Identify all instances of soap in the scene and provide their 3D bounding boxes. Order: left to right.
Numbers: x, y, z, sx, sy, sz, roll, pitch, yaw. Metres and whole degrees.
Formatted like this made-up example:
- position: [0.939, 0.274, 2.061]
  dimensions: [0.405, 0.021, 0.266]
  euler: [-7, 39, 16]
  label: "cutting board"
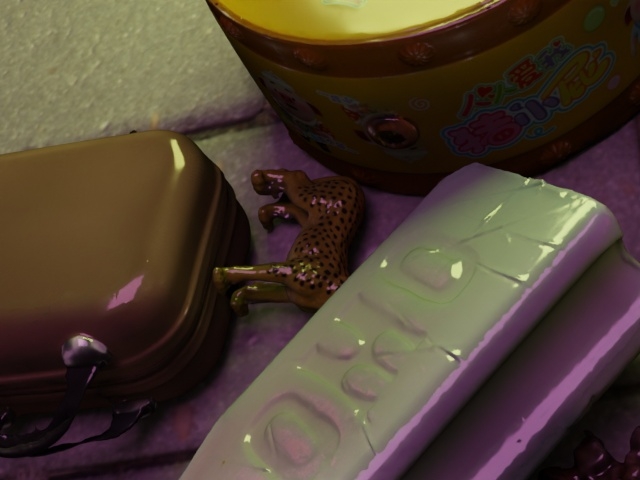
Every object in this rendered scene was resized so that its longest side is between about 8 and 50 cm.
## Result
- position: [0.059, 0.114, 1.029]
  dimensions: [0.347, 0.115, 0.208]
  euler: [-47, 25, -9]
  label: "soap"

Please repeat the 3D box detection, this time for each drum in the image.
- position: [0.104, -0.260, 1.238]
  dimensions: [0.431, 0.214, 0.431]
  euler: [-12, 54, 17]
  label: "drum"

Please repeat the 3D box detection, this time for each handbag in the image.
- position: [-0.222, 0.057, 1.224]
  dimensions: [0.301, 0.149, 0.283]
  euler: [-7, 53, 19]
  label: "handbag"

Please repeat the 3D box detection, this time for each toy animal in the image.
- position: [0.000, 0.000, 1.213]
  dimensions: [0.136, 0.073, 0.181]
  euler: [1, 46, 17]
  label: "toy animal"

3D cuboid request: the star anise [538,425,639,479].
- position: [0.181, 0.216, 0.953]
  dimensions: [0.220, 0.099, 0.214]
  euler: [-49, 42, -11]
  label: "star anise"
